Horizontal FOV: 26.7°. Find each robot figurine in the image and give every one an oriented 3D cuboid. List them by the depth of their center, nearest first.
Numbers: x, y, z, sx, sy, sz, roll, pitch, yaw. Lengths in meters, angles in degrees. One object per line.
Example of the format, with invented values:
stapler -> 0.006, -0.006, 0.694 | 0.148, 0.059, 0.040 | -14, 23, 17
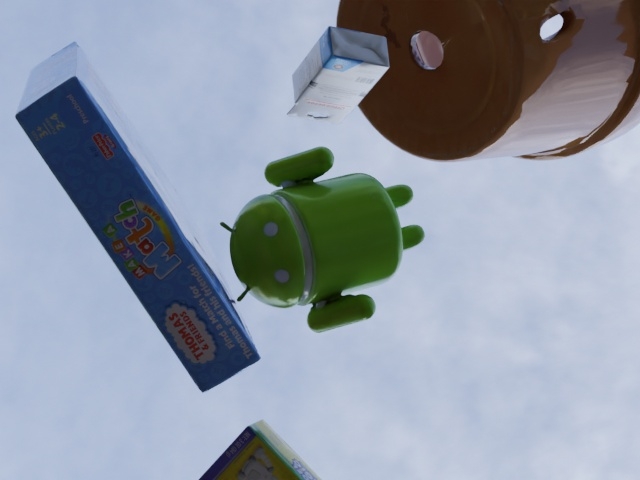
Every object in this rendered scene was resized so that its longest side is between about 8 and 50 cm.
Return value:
robot figurine -> 0.000, 0.000, 0.763 | 0.067, 0.115, 0.101 | -20, -96, 65

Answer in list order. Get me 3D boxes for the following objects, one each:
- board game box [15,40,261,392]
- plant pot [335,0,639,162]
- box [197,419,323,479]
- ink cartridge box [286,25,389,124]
board game box -> -0.100, -0.023, 0.719 | 0.039, 0.211, 0.160 | -32, -74, -1
plant pot -> 0.152, -0.192, 1.211 | 0.291, 0.203, 0.291 | 21, -56, 35
box -> -0.020, 0.235, 1.013 | 0.179, 0.043, 0.105 | 43, -79, 10
ink cartridge box -> 0.011, -0.121, 1.002 | 0.083, 0.048, 0.028 | -46, -137, 52
